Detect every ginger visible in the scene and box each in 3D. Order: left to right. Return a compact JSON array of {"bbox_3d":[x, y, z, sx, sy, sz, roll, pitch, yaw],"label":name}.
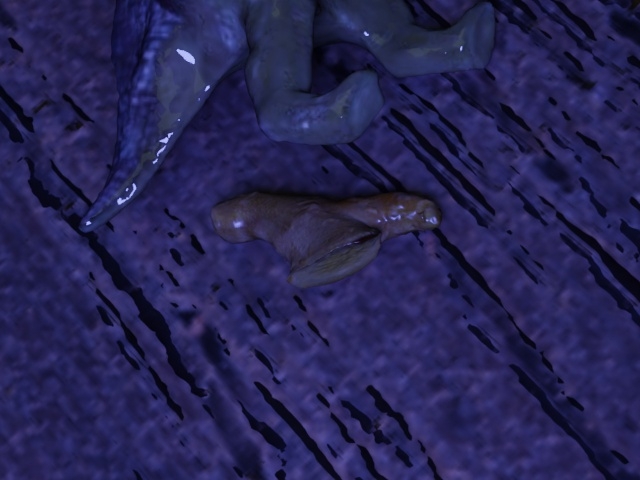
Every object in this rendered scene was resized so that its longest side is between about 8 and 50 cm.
[{"bbox_3d":[0.001,0.001,0.788,0.097,0.030,0.048,0,35,17],"label":"ginger"}]

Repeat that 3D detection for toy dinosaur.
[{"bbox_3d":[-0.001,-0.125,0.834,0.162,0.077,0.294,10,53,29],"label":"toy dinosaur"}]
